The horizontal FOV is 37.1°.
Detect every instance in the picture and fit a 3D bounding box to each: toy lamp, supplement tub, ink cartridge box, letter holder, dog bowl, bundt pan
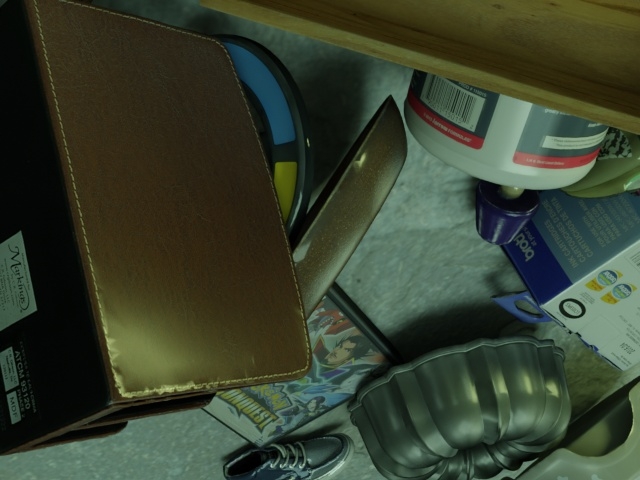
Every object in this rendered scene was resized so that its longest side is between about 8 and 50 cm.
[{"bbox_3d":[0.233,-0.109,1.076,0.080,0.080,0.274,-5,134,-19],"label":"toy lamp"},{"bbox_3d":[0.196,-0.201,0.856,0.191,0.191,0.272,0,123,-24],"label":"supplement tub"},{"bbox_3d":[0.412,0.005,1.215,0.395,0.151,0.270,-39,136,17],"label":"ink cartridge box"},{"bbox_3d":[-0.151,-0.011,0.748,0.152,0.301,0.214,-27,163,38],"label":"letter holder"},{"bbox_3d":[0.410,0.348,1.495,0.349,0.102,0.349,-35,164,-11],"label":"dog bowl"},{"bbox_3d":[0.212,0.264,1.369,0.331,0.124,0.331,-12,151,-7],"label":"bundt pan"}]

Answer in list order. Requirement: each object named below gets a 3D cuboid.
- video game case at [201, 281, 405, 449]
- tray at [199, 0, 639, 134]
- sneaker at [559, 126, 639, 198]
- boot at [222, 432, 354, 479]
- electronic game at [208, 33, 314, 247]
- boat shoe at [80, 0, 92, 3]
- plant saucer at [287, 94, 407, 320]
[{"bbox_3d":[-0.047,0.164,1.269,0.248,0.035,0.275,-31,138,9],"label":"video game case"},{"bbox_3d":[0.124,-0.225,0.713,0.411,0.076,0.202,18,120,8],"label":"tray"},{"bbox_3d":[0.372,-0.220,1.006,0.182,0.158,0.410,36,117,-12],"label":"sneaker"},{"bbox_3d":[-0.047,0.329,1.415,0.190,0.069,0.086,-26,141,7],"label":"boot"},{"bbox_3d":[-0.093,-0.070,0.862,0.048,0.229,0.229,-5,139,-47],"label":"electronic game"},{"bbox_3d":[-0.180,-0.300,0.661,0.123,0.116,0.324,-8,137,-16],"label":"boat shoe"},{"bbox_3d":[0.000,0.000,0.934,0.050,0.310,0.310,33,121,-4],"label":"plant saucer"}]
